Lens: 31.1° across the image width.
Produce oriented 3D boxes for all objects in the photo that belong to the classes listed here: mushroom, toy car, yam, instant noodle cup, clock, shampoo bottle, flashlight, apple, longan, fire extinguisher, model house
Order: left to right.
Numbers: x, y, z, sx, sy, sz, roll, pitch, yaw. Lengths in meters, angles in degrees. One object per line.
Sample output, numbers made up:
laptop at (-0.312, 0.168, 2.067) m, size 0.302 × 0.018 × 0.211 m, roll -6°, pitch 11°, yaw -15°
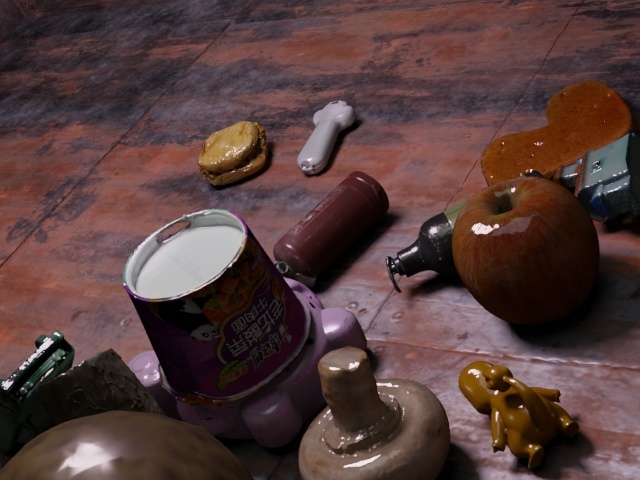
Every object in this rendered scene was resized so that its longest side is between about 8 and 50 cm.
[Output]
toy car at (-0.452, 0.248, 1.823) m, size 0.141 × 0.097 × 0.321 m, roll -48°, pitch -2°, yaw -29°
yam at (-0.300, 0.279, 1.693) m, size 0.154 × 0.254 × 0.154 m, roll -32°, pitch 11°, yaw 7°
longan at (-0.234, 0.391, 1.349) m, size 0.391 × 0.391 × 0.391 m, roll -18°, pitch 34°, yaw 13°
instant noodle cup at (-0.161, 0.086, 1.672) m, size 0.251 × 0.190 × 0.251 m, roll -16°, pitch 36°, yaw 12°
clock at (-0.110, 0.180, 1.781) m, size 0.322 × 0.113 × 0.295 m, roll 12°, pitch 49°, yaw 42°
fire extinguisher at (0.000, 0.000, 1.975) m, size 0.104 × 0.105 × 0.269 m, roll 16°, pitch 52°, yaw 46°
flashlight at (0.009, -0.202, 2.285) m, size 0.093 × 0.047 × 0.200 m, roll -5°, pitch 41°, yaw 30°
mushroom at (0.071, 0.251, 1.492) m, size 0.206 × 0.209 × 0.206 m, roll 2°, pitch 44°, yaw -2°
shampoo bottle at (0.234, -0.009, 1.812) m, size 0.283 × 0.101 × 0.101 m, roll -24°, pitch 33°, yaw 4°
apple at (0.295, 0.014, 1.661) m, size 0.211 × 0.188 × 0.211 m, roll -17°, pitch 30°, yaw 11°
model house at (0.436, -0.082, 1.776) m, size 0.148 × 0.119 × 0.148 m, roll -16°, pitch 35°, yaw 34°

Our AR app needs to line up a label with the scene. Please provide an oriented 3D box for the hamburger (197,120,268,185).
hamburger at (-0.178, -0.179, 2.351) m, size 0.147 × 0.083 × 0.138 m, roll -20°, pitch 37°, yaw 13°

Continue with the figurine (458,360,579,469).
figurine at (0.240, 0.203, 1.496) m, size 0.121 × 0.122 × 0.176 m, roll -39°, pitch 36°, yaw -14°

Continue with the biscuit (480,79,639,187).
biscuit at (0.399, -0.166, 1.962) m, size 0.277 × 0.052 × 0.262 m, roll -25°, pitch 28°, yaw 4°
